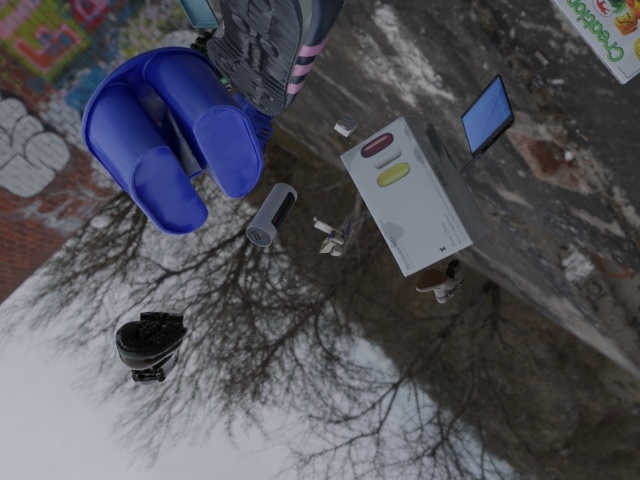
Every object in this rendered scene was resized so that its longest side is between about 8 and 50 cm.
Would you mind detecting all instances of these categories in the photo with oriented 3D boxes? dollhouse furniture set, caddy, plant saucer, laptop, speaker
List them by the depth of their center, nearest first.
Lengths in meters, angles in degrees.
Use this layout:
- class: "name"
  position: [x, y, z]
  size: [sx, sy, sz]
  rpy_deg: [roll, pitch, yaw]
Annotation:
- class: "caddy"
  position: [-0.242, -0.166, 1.048]
  size: [0.179, 0.241, 0.341]
  rpy_deg: [49, 169, 21]
- class: "speaker"
  position: [-0.096, -0.052, 1.244]
  size: [0.055, 0.055, 0.136]
  rpy_deg: [46, -133, -20]
- class: "plant saucer"
  position: [-0.279, -0.530, 1.334]
  size: [0.067, 0.018, 0.192]
  rpy_deg: [6, 155, 19]
- class: "dollhouse furniture set"
  position: [0.000, 0.000, 1.415]
  size: [0.081, 0.091, 0.114]
  rpy_deg: [27, 146, -12]
- class: "laptop"
  position: [0.437, -0.311, 1.823]
  size: [0.136, 0.264, 0.234]
  rpy_deg: [45, 153, 5]

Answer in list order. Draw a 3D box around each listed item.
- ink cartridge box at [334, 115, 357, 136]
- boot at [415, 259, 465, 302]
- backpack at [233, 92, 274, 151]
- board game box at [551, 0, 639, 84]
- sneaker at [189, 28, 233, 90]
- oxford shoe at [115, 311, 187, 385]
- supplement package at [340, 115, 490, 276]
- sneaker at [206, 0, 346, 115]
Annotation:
- class: "ink cartridge box"
  position: [0.074, -0.344, 1.904]
  size: [0.048, 0.028, 0.083]
  rpy_deg: [35, -145, 5]
- class: "boot"
  position: [0.231, 0.089, 1.203]
  size: [0.042, 0.119, 0.087]
  rpy_deg: [47, 156, 39]
- class: "backpack"
  position: [-0.148, -0.241, 1.302]
  size: [0.101, 0.120, 0.098]
  rpy_deg: [33, -172, 25]
- class: "board game box"
  position: [0.566, -0.479, 1.202]
  size: [0.305, 0.193, 0.053]
  rpy_deg: [51, -158, 2]
- class: "sneaker"
  position: [-0.280, -0.373, 1.472]
  size: [0.134, 0.344, 0.146]
  rpy_deg: [54, 168, 12]
- class: "oxford shoe"
  position: [-0.222, 0.152, 0.841]
  size: [0.083, 0.096, 0.227]
  rpy_deg: [6, 178, -3]
- class: "supplement package"
  position: [0.189, -0.090, 1.220]
  size: [0.261, 0.145, 0.204]
  rpy_deg: [62, -155, 5]
- class: "sneaker"
  position: [-0.029, -0.215, 0.606]
  size: [0.112, 0.131, 0.319]
  rpy_deg: [43, 169, -9]
